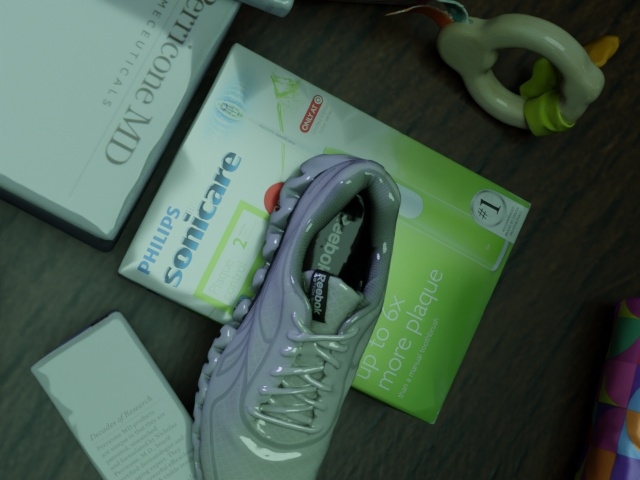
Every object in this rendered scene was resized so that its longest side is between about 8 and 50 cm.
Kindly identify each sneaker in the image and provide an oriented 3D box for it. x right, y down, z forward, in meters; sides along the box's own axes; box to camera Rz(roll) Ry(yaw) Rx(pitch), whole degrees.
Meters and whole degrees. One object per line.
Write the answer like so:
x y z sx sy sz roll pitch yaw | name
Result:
-0.015 0.073 0.636 0.110 0.118 0.292 17 87 -13 | sneaker

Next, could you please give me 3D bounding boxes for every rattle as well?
0.177 -0.202 0.830 0.200 0.130 0.142 33 78 3 | rattle

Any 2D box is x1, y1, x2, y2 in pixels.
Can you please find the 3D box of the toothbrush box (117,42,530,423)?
0.000 0.000 0.762 0.283 0.122 0.206 28 81 -9 | toothbrush box

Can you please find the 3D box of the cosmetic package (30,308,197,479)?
-0.135 0.172 0.720 0.085 0.117 0.231 -35 94 -15 | cosmetic package

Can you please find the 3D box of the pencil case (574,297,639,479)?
0.300 0.168 0.835 0.104 0.104 0.236 20 82 -12 | pencil case

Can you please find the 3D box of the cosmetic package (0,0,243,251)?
-0.312 -0.195 0.680 0.453 0.161 0.230 28 80 -11 | cosmetic package

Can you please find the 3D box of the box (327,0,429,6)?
0.040 -0.373 0.785 0.154 0.142 0.299 -1 86 -14 | box

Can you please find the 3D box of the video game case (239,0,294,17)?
-0.088 -0.302 0.653 0.206 0.026 0.227 19 78 -13 | video game case
